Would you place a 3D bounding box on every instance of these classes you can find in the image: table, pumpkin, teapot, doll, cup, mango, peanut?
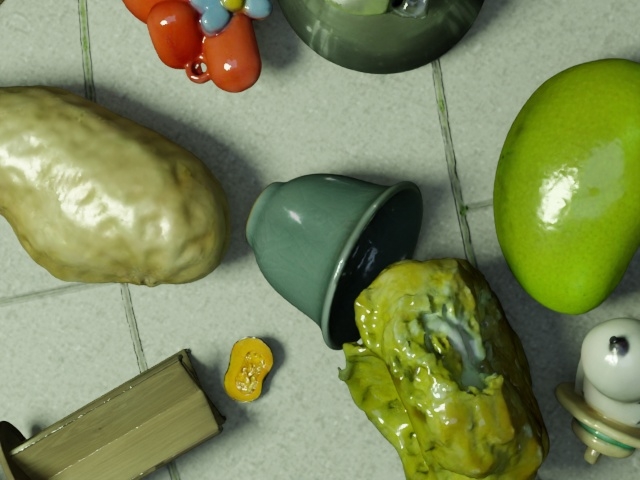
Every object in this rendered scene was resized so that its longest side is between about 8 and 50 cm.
[{"bbox_3d":[-0.227,0.222,1.620,0.226,0.167,0.167,-30,91,-1],"label":"table"},{"bbox_3d":[-0.082,0.145,1.650,0.050,0.028,0.083,24,105,2],"label":"pumpkin"},{"bbox_3d":[0.051,-0.338,1.493,0.239,0.239,0.322,-12,92,6],"label":"teapot"},{"bbox_3d":[0.372,0.104,1.549,0.144,0.208,0.271,32,61,23],"label":"doll"},{"bbox_3d":[0.000,0.000,1.571,0.150,0.199,0.199,26,97,22],"label":"cup"},{"bbox_3d":[0.276,-0.066,1.531,0.185,0.149,0.273,32,97,15],"label":"mango"},{"bbox_3d":[-0.279,-0.062,1.589,0.387,0.169,0.192,25,97,7],"label":"peanut"},{"bbox_3d":[-0.144,-0.293,1.571,0.161,0.130,0.290,-14,78,1],"label":"doll"}]

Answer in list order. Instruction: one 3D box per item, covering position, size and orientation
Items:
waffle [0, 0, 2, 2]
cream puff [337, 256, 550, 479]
[{"bbox_3d":[-0.411,-0.335,1.651,0.152,0.023,0.097,44,97,0],"label":"waffle"},{"bbox_3d":[0.118,0.151,1.517,0.185,0.282,0.282,-22,92,18],"label":"cream puff"}]
